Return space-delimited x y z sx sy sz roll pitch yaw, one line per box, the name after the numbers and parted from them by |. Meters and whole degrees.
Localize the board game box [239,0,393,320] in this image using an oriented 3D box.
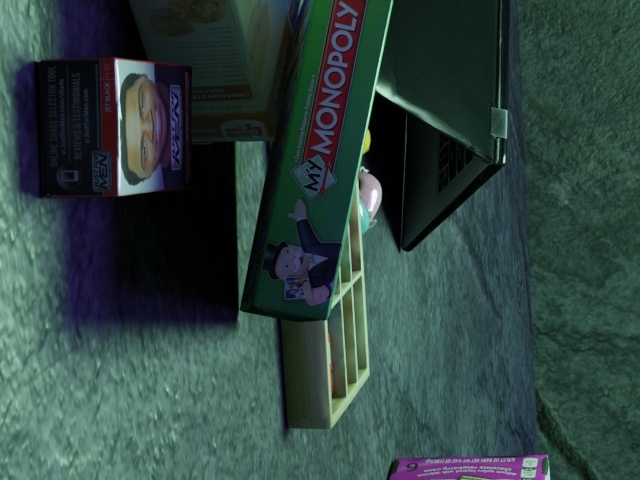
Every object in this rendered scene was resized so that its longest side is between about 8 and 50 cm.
-0.005 -0.056 1.233 0.317 0.046 0.213 141 -41 -85 | board game box

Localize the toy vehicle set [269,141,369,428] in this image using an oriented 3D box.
0.000 0.000 1.569 0.166 0.035 0.267 -46 133 -73 | toy vehicle set

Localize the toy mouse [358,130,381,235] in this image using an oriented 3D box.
0.032 -0.035 1.736 0.161 0.031 0.143 18 71 -78 | toy mouse

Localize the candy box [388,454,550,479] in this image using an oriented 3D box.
0.132 0.289 1.879 0.233 0.159 0.071 -68 153 -63 | candy box

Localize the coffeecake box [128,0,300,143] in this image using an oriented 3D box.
-0.066 -0.171 1.189 0.185 0.068 0.142 75 18 -49 | coffeecake box

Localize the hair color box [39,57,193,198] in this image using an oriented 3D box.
-0.105 -0.059 1.049 0.141 0.043 0.072 -19 108 -77 | hair color box

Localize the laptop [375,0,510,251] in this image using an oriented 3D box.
0.056 -0.245 1.913 0.408 0.236 0.382 132 -35 -64 | laptop
